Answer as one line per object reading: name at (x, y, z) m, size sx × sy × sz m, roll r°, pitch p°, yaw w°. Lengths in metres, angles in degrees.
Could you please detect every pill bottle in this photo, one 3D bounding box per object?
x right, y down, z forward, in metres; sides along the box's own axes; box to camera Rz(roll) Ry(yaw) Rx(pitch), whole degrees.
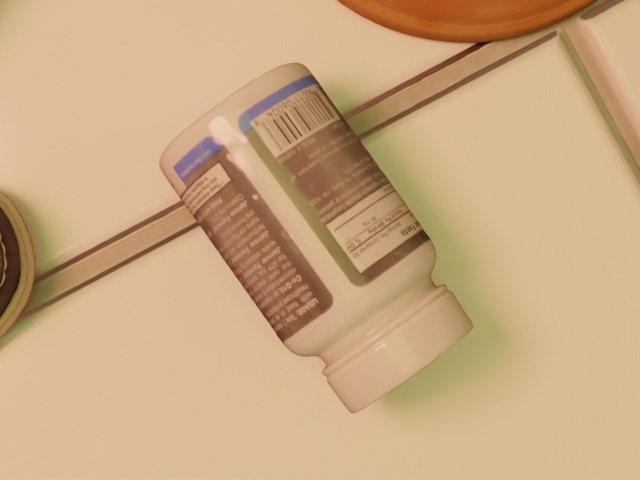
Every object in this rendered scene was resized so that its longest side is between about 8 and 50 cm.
pill bottle at (0.000, 0.000, 0.653) m, size 0.078 × 0.078 × 0.137 m, roll -35°, pitch 88°, yaw -2°

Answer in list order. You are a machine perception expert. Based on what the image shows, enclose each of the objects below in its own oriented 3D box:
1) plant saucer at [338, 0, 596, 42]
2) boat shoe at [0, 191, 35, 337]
plant saucer at (0.067, -0.190, 0.684) m, size 0.200 × 0.037 × 0.200 m, roll 0°, pitch 87°, yaw -1°
boat shoe at (-0.260, 0.049, 0.641) m, size 0.285 × 0.092 × 0.103 m, roll -18°, pitch 87°, yaw -1°
